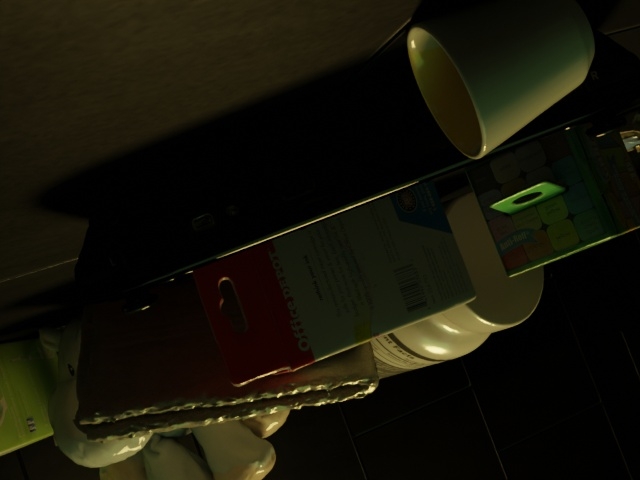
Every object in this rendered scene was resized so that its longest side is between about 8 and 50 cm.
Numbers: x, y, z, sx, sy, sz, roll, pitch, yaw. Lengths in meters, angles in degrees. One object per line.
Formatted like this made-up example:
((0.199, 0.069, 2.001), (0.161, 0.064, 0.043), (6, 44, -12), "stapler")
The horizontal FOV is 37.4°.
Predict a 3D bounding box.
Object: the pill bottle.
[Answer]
((0.111, 0.069, 1.278), (0.210, 0.210, 0.363), (-17, 174, -38), "pill bottle")

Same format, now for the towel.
((-0.094, 0.102, 0.912), (0.282, 0.049, 0.187), (-8, -145, -4), "towel")

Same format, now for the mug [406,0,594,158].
((0.077, -0.079, 0.406), (0.064, 0.062, 0.078), (-29, -157, -6), "mug")

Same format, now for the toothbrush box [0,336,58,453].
((-0.428, 0.202, 1.041), (0.206, 0.122, 0.283), (-21, 174, 8), "toothbrush box")

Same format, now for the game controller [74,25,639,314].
((0.020, -0.036, 0.541), (0.319, 0.067, 0.166), (-20, 175, 5), "game controller")

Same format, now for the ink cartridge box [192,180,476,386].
((0.003, 0.032, 0.830), (0.231, 0.134, 0.078), (-18, 174, -18), "ink cartridge box")

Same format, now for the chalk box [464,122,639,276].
((0.255, -0.046, 1.025), (0.132, 0.132, 0.213), (-24, 174, 33), "chalk box")

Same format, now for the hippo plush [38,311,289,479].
((-0.177, 0.164, 1.072), (0.234, 0.294, 0.236), (-3, 153, 20), "hippo plush")

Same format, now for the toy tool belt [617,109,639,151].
((0.355, -0.118, 1.120), (0.052, 0.051, 0.083), (-16, 174, -39), "toy tool belt")
